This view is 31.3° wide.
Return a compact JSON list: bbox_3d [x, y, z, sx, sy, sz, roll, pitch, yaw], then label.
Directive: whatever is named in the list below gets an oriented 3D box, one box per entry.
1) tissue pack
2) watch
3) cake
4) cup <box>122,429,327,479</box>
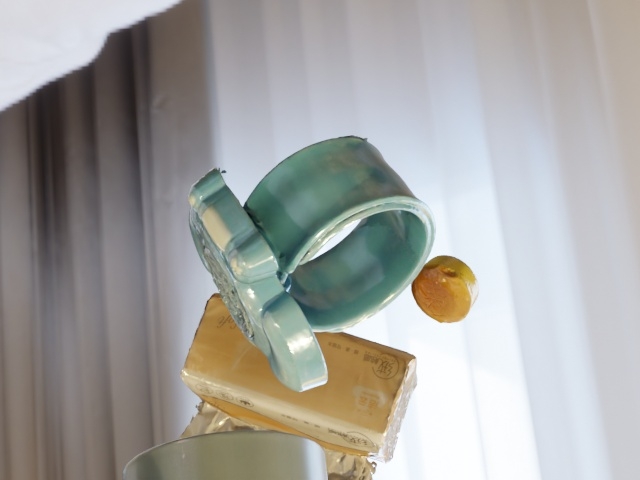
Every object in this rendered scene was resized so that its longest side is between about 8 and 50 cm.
[{"bbox_3d":[-0.035,0.235,1.634,0.305,0.239,0.238,17,167,10],"label":"tissue pack"},{"bbox_3d":[0.000,0.000,1.003,0.193,0.211,0.211,-27,169,-15],"label":"watch"},{"bbox_3d":[0.152,0.060,1.396,0.084,0.084,0.044,-23,-167,45],"label":"cake"},{"bbox_3d":[-0.077,0.356,1.083,0.205,0.312,0.205,-7,151,-4],"label":"cup"}]
